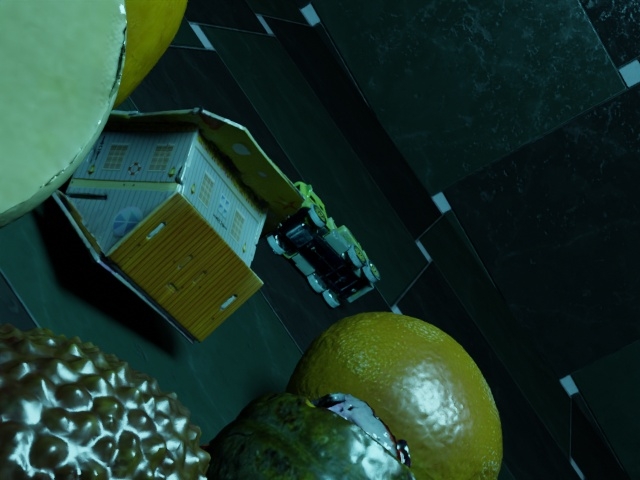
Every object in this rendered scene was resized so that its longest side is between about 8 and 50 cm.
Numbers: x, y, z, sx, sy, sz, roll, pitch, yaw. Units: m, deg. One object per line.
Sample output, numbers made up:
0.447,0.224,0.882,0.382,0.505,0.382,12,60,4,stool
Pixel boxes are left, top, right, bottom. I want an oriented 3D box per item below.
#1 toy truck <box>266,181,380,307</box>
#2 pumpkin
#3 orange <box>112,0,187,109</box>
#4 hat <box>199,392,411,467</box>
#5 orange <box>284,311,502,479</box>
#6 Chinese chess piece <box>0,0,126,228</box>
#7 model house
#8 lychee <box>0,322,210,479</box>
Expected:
0.000,0.000,1.573,0.169,0.077,0.100,45,19,-34,toy truck
0.023,0.213,0.820,0.248,0.131,0.126,39,-24,-1,pumpkin
-0.217,-0.196,0.879,0.261,0.261,0.261,51,14,-18,orange
-0.046,0.172,0.960,0.227,0.140,0.129,12,81,-43,hat
0.062,0.166,1.135,0.206,0.206,0.206,51,14,-18,orange
-0.225,-0.117,0.688,0.250,0.250,0.103,51,-22,-19,Chinese chess piece
-0.130,0.003,1.051,0.219,0.207,0.136,54,45,-53,model house
-0.146,0.120,0.543,0.194,0.194,0.194,51,14,-18,lychee
